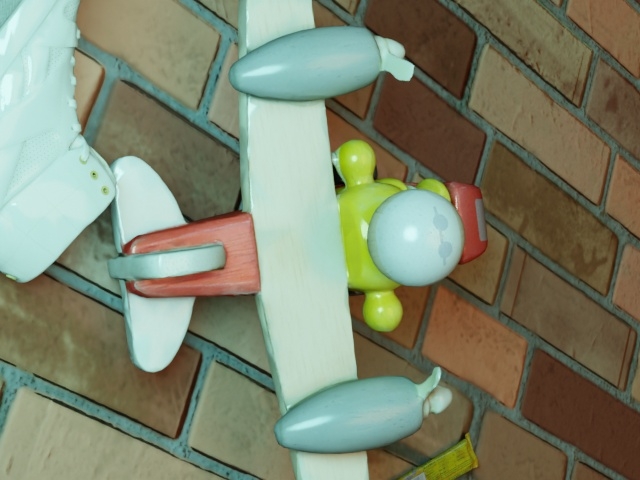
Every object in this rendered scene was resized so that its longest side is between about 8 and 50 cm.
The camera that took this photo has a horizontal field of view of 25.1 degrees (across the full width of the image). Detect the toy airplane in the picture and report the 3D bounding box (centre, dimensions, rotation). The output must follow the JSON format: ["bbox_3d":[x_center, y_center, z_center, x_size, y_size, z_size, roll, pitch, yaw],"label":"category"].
[{"bbox_3d":[0.000,0.000,1.301,0.386,0.272,0.384,48,57,-31],"label":"toy airplane"}]

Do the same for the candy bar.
[{"bbox_3d":[0.121,0.256,1.573,0.161,0.018,0.040,-21,98,-43],"label":"candy bar"}]

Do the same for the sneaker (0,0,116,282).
[{"bbox_3d":[-0.232,-0.112,1.204,0.169,0.108,0.292,35,74,-35],"label":"sneaker"}]
